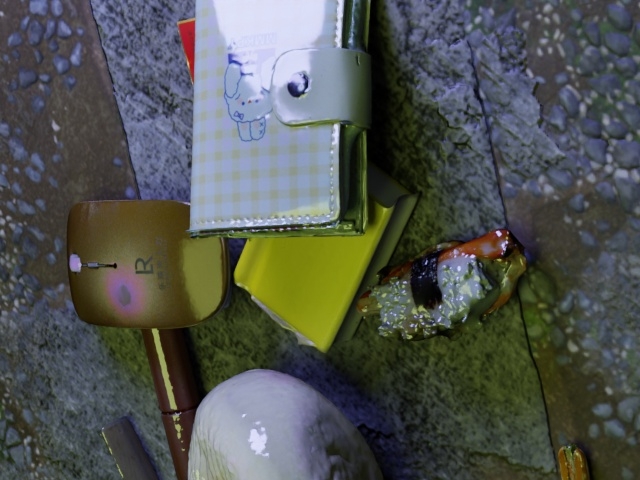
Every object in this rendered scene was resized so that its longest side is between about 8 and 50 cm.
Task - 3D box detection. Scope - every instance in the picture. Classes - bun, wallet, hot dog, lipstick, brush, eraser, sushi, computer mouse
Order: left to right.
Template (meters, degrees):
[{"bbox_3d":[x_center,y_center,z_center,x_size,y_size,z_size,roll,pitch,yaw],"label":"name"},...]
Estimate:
[{"bbox_3d":[-0.229,0.028,1.998,0.310,0.071,0.158,1,94,45],"label":"computer mouse"},{"bbox_3d":[-0.207,0.363,2.131,0.048,0.054,0.282,-30,86,40],"label":"brush"},{"bbox_3d":[-0.167,0.260,2.068,0.057,0.057,0.357,-6,101,37],"label":"lipstick"},{"bbox_3d":[-0.049,-0.158,1.775,0.223,0.077,0.310,-2,84,30],"label":"wallet"},{"bbox_3d":[-0.021,0.323,1.885,0.361,0.213,0.361,46,145,46],"label":"bun"},{"bbox_3d":[0.000,0.000,1.853,0.158,0.069,0.226,36,122,20],"label":"eraser"},{"bbox_3d":[0.131,0.061,1.760,0.226,0.103,0.097,-20,109,41],"label":"sushi"},{"bbox_3d":[0.280,0.259,1.763,0.037,0.021,0.083,10,112,45],"label":"hot dog"}]

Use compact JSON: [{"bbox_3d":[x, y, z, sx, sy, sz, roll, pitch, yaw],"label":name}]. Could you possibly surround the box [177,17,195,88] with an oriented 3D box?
[{"bbox_3d":[-0.104,-0.226,1.884,0.133,0.023,0.090,-6,103,38],"label":"box"}]
